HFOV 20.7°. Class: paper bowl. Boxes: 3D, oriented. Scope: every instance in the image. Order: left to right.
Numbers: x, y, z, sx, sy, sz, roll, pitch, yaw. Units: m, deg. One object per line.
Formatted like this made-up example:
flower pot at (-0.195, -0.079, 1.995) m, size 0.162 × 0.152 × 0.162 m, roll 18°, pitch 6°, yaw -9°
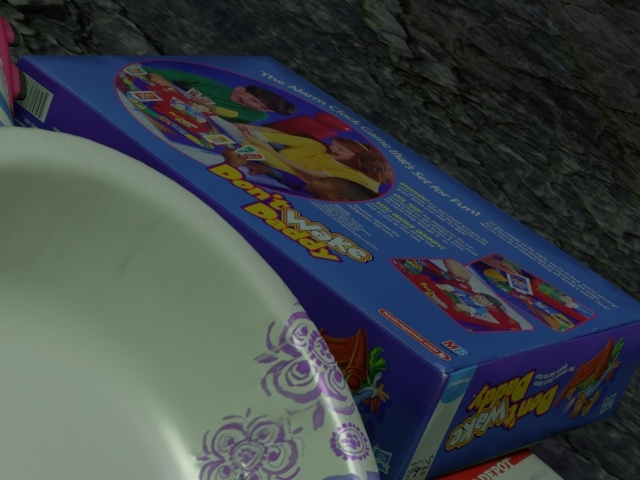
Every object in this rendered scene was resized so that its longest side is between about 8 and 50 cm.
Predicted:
paper bowl at (-0.118, 0.110, 0.679) m, size 0.284 × 0.148 × 0.284 m, roll 30°, pitch 45°, yaw -34°

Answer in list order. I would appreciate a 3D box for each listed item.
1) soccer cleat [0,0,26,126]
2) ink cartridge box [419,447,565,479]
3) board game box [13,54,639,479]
soccer cleat at (-0.240, -0.074, 0.985) m, size 0.143 × 0.116 × 0.331 m, roll 14°, pitch 30°, yaw -36°
ink cartridge box at (0.108, 0.189, 0.964) m, size 0.231 × 0.078 × 0.134 m, roll 40°, pitch 24°, yaw 17°
board game box at (0.000, 0.000, 1.055) m, size 0.347 × 0.078 × 0.233 m, roll 36°, pitch 26°, yaw 30°
